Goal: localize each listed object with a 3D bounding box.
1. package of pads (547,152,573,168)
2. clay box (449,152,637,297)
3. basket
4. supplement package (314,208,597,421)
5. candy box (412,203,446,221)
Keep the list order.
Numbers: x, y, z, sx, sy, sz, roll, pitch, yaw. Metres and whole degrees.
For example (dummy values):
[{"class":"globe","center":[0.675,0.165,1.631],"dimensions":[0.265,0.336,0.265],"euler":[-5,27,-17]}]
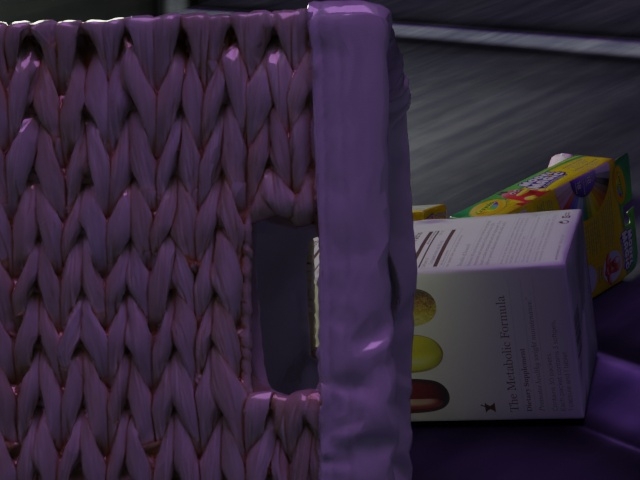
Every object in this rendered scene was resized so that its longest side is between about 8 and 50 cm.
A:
[{"class":"package of pads","center":[0.281,-0.066,1.553],"dimensions":[0.032,0.050,0.083],"euler":[-4,20,17]},{"class":"clay box","center":[0.218,0.003,1.264],"dimensions":[0.222,0.127,0.053],"euler":[-25,24,-39]},{"class":"basket","center":[-0.073,0.037,0.838],"dimensions":[0.266,0.328,0.331],"euler":[-1,-1,4]},{"class":"supplement package","center":[0.099,0.065,1.126],"dimensions":[0.244,0.139,0.134],"euler":[-5,18,19]},{"class":"candy box","center":[0.035,-0.022,1.552],"dimensions":[0.206,0.027,0.105],"euler":[-3,7,20]}]
